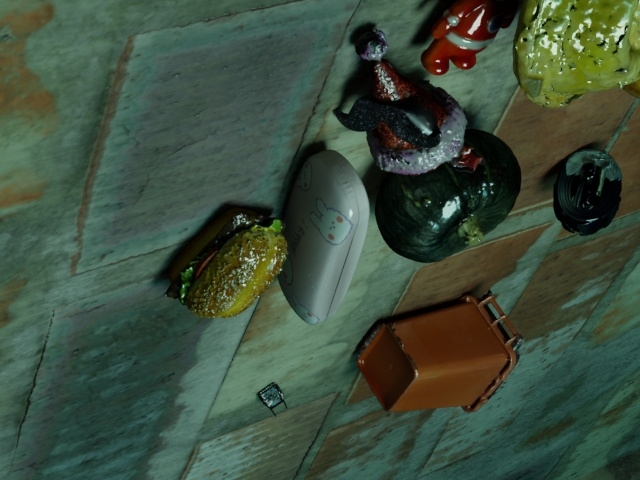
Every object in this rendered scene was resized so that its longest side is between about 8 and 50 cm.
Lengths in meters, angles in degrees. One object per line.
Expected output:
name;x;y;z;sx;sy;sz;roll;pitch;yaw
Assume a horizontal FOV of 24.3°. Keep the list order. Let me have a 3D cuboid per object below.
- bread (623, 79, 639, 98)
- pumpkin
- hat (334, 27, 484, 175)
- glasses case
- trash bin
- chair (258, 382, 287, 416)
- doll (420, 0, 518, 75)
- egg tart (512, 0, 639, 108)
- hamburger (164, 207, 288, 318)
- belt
bread;0.559;-0.257;2.159;0.260;0.134;0.129;-23;151;-23
pumpkin;0.174;-0.057;2.017;0.211;0.152;0.211;-40;168;-11
hat;0.099;-0.168;1.792;0.129;0.140;0.227;-43;142;-7
glasses case;0.000;0.000;1.953;0.075;0.113;0.297;-20;150;-26
trash bin;0.198;0.188;2.466;0.238;0.161;0.184;-4;141;-41
chair;-0.077;0.251;2.386;0.037;0.042;0.086;-32;-170;-4
doll;0.208;-0.293;1.751;0.142;0.076;0.245;-18;154;-46
egg tart;0.355;-0.299;1.738;0.345;0.132;0.345;-38;144;-35
hamburger;-0.108;0.035;1.913;0.166;0.087;0.137;-47;152;23
belt;0.414;-0.077;2.306;0.058;0.105;0.140;80;23;-62
